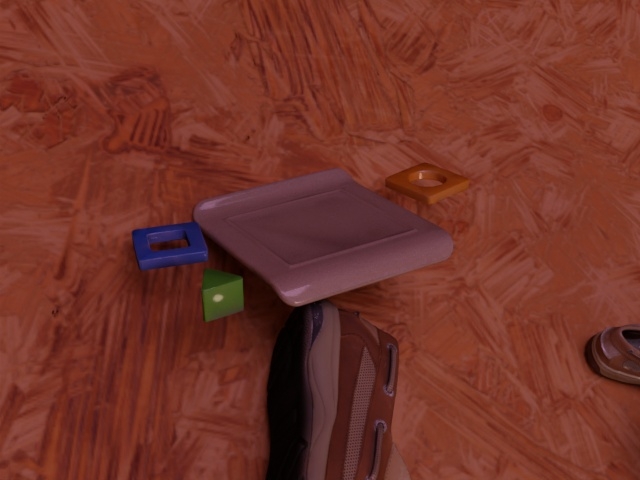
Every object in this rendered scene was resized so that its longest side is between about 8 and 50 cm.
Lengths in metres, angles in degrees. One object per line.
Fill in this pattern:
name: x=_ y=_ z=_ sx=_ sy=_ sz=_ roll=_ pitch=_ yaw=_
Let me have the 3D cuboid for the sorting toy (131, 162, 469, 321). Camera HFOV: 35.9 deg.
sorting toy: x=0.000 y=0.000 z=0.929 sx=0.347 sy=0.047 sz=0.196 roll=-16 pitch=31 yaw=-26

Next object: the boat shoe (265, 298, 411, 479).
boat shoe: x=0.019 y=0.198 z=0.815 sx=0.120 sy=0.122 sz=0.324 roll=16 pitch=58 yaw=-17

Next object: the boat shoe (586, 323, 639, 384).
boat shoe: x=0.372 y=0.123 z=1.010 sx=0.190 sy=0.072 sz=0.068 roll=9 pitch=59 yaw=-16
